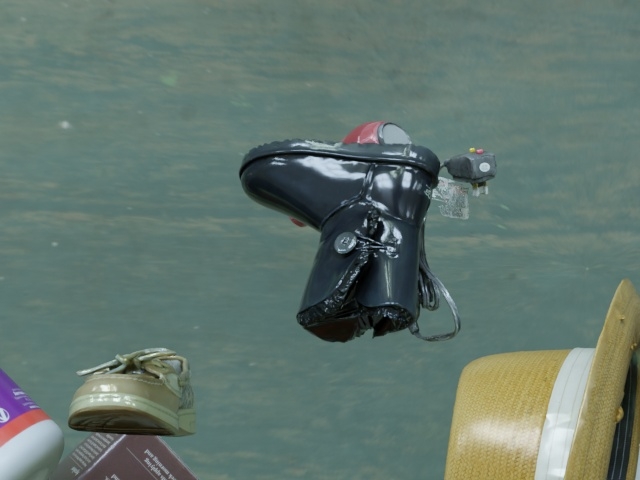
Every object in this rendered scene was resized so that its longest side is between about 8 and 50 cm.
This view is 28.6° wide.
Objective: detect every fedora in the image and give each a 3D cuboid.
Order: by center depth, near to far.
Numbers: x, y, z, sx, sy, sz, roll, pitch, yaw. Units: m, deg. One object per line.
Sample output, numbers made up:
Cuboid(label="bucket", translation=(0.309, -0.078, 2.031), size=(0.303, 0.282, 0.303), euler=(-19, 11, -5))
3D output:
Cuboid(label="fedora", translation=(0.099, 0.103, 0.573), size=(0.079, 0.194, 0.194), euler=(8, 90, 19))

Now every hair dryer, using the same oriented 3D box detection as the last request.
Cuboid(label="hair dryer", translation=(0.059, -0.024, 1.429), size=(0.293, 0.080, 0.224), euler=(21, 99, 49))

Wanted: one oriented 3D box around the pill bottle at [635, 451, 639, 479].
Cuboid(label="pill bottle", translation=(0.453, 0.197, 1.299), size=(0.161, 0.283, 0.161), euler=(28, 130, 39))

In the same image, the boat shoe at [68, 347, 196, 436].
Cuboid(label="boat shoe", translation=(-0.182, 0.147, 1.241), size=(0.104, 0.285, 0.089), euler=(3, 80, 2))

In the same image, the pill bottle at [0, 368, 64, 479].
Cuboid(label="pill bottle", translation=(-0.446, 0.173, 1.370), size=(0.323, 0.181, 0.181), euler=(42, 97, 9))

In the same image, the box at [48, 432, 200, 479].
Cuboid(label="box", translation=(-0.256, 0.340, 1.572), size=(0.203, 0.167, 0.168), euler=(-43, 101, -14))

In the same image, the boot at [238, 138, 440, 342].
Cuboid(label="boot", translation=(0.000, 0.000, 1.336), size=(0.246, 0.094, 0.207), euler=(1, 61, 26))
